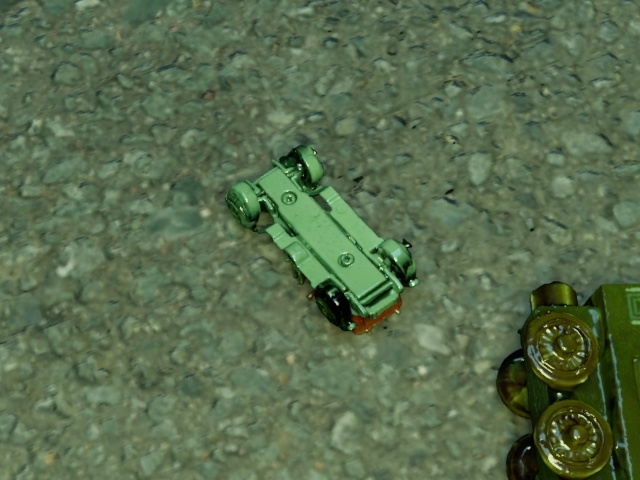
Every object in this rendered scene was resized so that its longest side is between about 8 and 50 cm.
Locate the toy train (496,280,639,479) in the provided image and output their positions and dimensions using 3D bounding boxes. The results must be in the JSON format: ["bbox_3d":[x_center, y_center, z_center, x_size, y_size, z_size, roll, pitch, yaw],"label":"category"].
[{"bbox_3d":[0.189,0.132,0.963,0.137,0.090,0.226,0,66,-9],"label":"toy train"}]

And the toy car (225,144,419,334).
[{"bbox_3d":[0.000,0.000,1.064,0.073,0.054,0.143,-35,61,-17],"label":"toy car"}]
